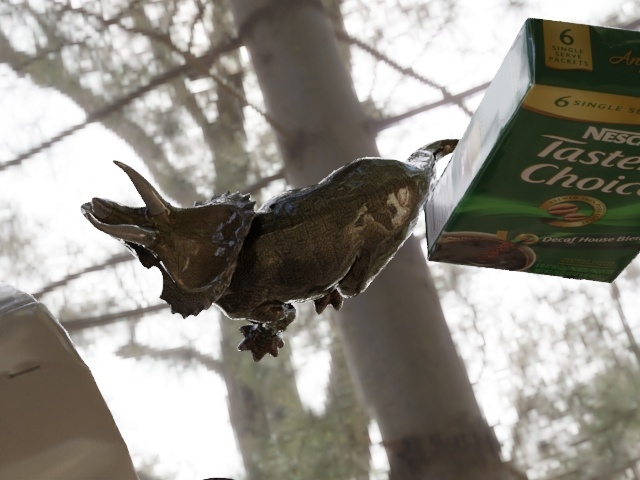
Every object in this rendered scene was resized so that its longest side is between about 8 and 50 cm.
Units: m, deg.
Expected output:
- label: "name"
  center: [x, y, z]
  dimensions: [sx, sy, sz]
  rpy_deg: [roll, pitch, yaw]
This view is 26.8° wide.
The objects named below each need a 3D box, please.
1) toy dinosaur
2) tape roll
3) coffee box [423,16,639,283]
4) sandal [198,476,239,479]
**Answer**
- label: "toy dinosaur"
  center: [0.000, 0.000, 0.910]
  dimensions: [0.314, 0.121, 0.160]
  rpy_deg: [-13, -12, -15]
- label: "tape roll"
  center: [-0.212, 0.173, 0.891]
  dimensions: [0.100, 0.286, 0.286]
  rpy_deg: [-20, -26, -29]
- label: "coffee box"
  center: [0.126, -0.037, 0.663]
  dimensions: [0.113, 0.040, 0.184]
  rpy_deg: [7, -28, -10]
- label: "sandal"
  center: [-0.008, 0.215, 0.831]
  dimensions: [0.219, 0.090, 0.060]
  rpy_deg: [14, -42, 31]
